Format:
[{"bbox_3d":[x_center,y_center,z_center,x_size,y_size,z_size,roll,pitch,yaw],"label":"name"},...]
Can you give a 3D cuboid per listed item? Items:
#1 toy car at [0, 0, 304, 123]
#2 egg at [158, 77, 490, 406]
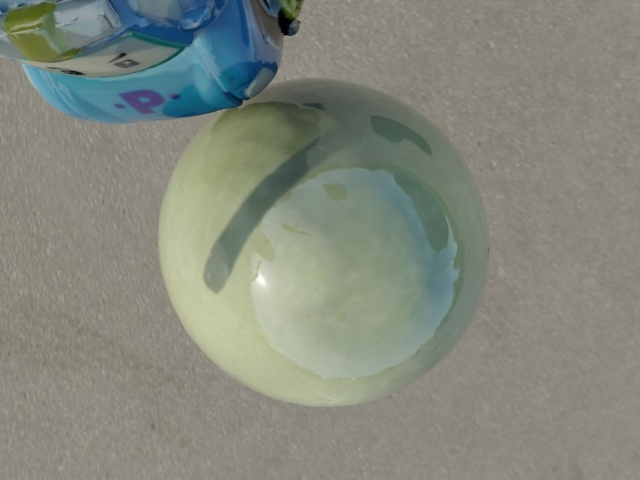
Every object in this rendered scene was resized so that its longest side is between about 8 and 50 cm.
[{"bbox_3d":[-0.136,-0.166,0.546,0.198,0.166,0.314,-4,144,19],"label":"toy car"},{"bbox_3d":[0.000,0.000,0.731,0.259,0.352,0.258,-1,99,-9],"label":"egg"}]
